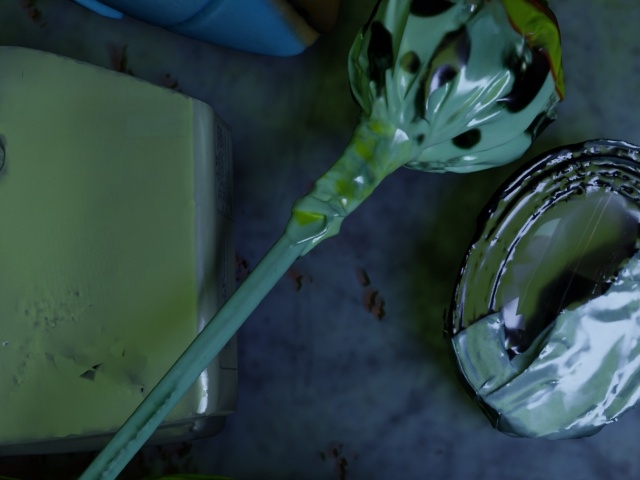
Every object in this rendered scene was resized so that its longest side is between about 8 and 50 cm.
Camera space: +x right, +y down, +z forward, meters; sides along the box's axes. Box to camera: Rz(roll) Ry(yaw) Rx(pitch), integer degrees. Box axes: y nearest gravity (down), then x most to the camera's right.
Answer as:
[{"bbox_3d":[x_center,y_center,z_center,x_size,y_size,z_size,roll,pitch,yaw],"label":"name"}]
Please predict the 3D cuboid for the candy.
[{"bbox_3d":[0.000,0.000,0.694,0.091,0.083,0.305,43,66,-10],"label":"candy"}]

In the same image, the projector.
[{"bbox_3d":[-0.173,0.000,0.763,0.269,0.088,0.193,-2,85,7],"label":"projector"}]

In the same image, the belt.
[{"bbox_3d":[0.111,0.022,0.737,0.105,0.058,0.140,29,87,3],"label":"belt"}]

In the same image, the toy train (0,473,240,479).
[{"bbox_3d":[-0.052,0.157,0.703,0.296,0.160,0.100,4,69,10],"label":"toy train"}]

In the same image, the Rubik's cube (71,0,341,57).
[{"bbox_3d":[-0.128,-0.192,0.705,0.254,0.254,0.254,0,87,8],"label":"Rubik's cube"}]
